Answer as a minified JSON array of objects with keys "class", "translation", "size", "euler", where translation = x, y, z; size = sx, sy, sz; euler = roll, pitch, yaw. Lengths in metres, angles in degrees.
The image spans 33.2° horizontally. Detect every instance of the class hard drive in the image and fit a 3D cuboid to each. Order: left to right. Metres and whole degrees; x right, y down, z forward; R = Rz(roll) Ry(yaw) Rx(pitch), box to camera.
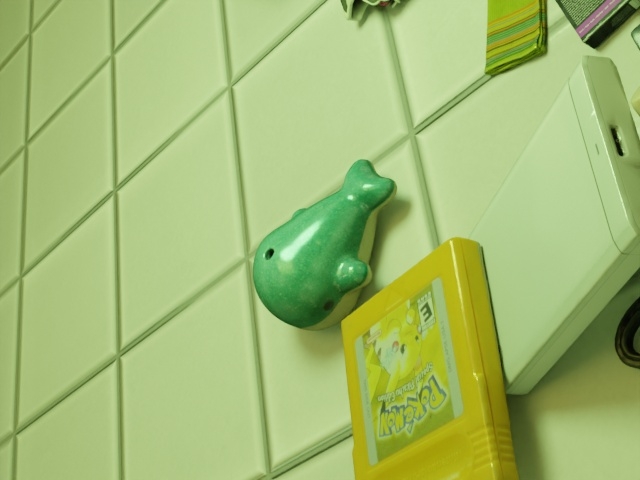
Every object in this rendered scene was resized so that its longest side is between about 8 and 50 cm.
[{"class":"hard drive","translation":[0.265,-0.005,1.228],"size":[0.353,0.047,0.233],"euler":[112,156,-54]}]

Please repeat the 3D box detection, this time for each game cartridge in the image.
[{"class":"game cartridge","translation":[0.126,0.199,1.383],"size":[0.285,0.052,0.324],"euler":[-42,43,47]}]

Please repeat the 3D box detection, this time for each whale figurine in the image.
[{"class":"whale figurine","translation":[0.000,0.000,1.603],"size":[0.272,0.141,0.216],"euler":[-58,38,12]}]

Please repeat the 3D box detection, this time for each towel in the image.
[{"class":"towel","translation":[0.277,-0.355,1.541],"size":[0.102,0.021,0.237],"euler":[-19,58,44]}]

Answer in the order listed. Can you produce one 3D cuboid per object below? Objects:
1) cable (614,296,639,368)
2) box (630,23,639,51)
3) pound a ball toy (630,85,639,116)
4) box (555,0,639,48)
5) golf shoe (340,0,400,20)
[{"class":"cable","translation":[0.416,0.009,1.189],"size":[0.139,0.072,0.287],"euler":[12,94,35]},{"class":"box","translation":[0.475,-0.057,0.915],"size":[0.179,0.312,0.343],"euler":[-40,46,31]},{"class":"pound a ball toy","translation":[0.491,-0.226,1.101],"size":[0.319,0.136,0.208],"euler":[-36,18,37]},{"class":"box","translation":[0.366,-0.345,1.422],"size":[0.116,0.029,0.162],"euler":[-44,45,27]},{"class":"golf shoe","translation":[0.126,-0.436,1.720],"size":[0.273,0.105,0.120],"euler":[-9,82,55]}]
